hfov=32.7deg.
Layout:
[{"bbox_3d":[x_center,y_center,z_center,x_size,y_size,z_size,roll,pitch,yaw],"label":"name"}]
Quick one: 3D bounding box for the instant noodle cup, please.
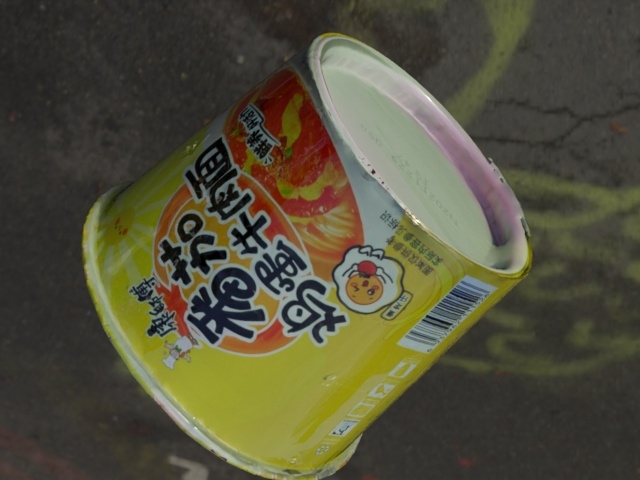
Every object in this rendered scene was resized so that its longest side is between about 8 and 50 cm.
[{"bbox_3d":[0.000,0.000,0.735,0.264,0.264,0.200,36,118,-23],"label":"instant noodle cup"}]
